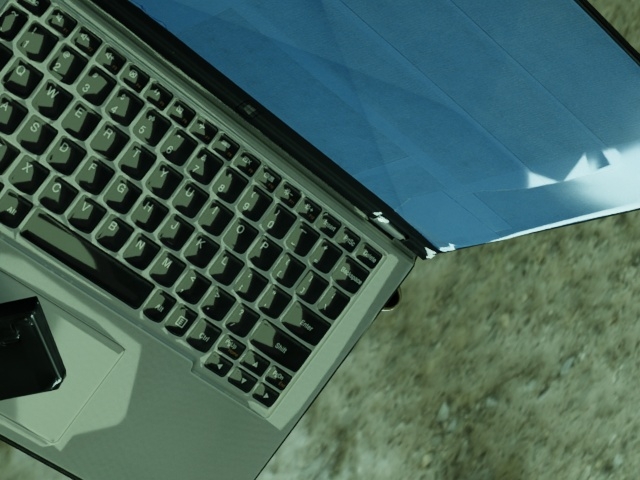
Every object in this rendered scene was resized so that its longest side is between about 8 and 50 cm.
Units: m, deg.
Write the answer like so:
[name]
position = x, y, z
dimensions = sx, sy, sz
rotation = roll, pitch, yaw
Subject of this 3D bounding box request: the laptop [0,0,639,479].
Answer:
[laptop]
position = -0.038, -0.005, 0.980
dimensions = 0.382, 0.236, 0.408
rotation = 37, 89, -35

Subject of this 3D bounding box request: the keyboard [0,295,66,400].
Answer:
[keyboard]
position = -0.248, 0.066, 0.984
dimensions = 0.180, 0.023, 0.108
rotation = -12, 140, 0

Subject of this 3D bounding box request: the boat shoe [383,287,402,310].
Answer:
[boat shoe]
position = 0.000, 0.000, 1.193
dimensions = 0.183, 0.066, 0.066
rotation = 28, 95, -48
